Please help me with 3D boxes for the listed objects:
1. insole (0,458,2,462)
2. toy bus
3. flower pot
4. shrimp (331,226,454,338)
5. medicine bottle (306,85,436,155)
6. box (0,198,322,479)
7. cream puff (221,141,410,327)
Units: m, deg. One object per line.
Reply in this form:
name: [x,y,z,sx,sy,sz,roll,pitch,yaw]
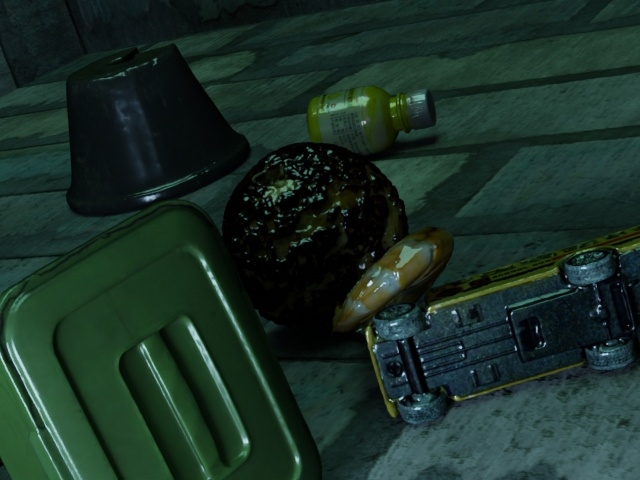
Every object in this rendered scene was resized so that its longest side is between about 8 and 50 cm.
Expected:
insole: [-0.516,0.296,1.458,0.322,0.007,0.109,-19,18,-4]
toy bus: [0.216,0.080,1.274,0.335,0.121,0.123,-17,14,3]
flower pot: [-0.356,-0.229,2.381,0.379,0.251,0.379,-14,22,6]
shrimp: [0.058,0.069,1.352,0.152,0.063,0.287,-39,-8,-30]
medicine bottle: [0.092,-0.213,2.149,0.212,0.122,0.122,-11,21,18]
box: [-0.173,0.157,1.114,0.178,0.329,0.253,-14,14,45]
cream puff: [0.000,0.000,1.503,0.239,0.239,0.165,-24,33,-19]
